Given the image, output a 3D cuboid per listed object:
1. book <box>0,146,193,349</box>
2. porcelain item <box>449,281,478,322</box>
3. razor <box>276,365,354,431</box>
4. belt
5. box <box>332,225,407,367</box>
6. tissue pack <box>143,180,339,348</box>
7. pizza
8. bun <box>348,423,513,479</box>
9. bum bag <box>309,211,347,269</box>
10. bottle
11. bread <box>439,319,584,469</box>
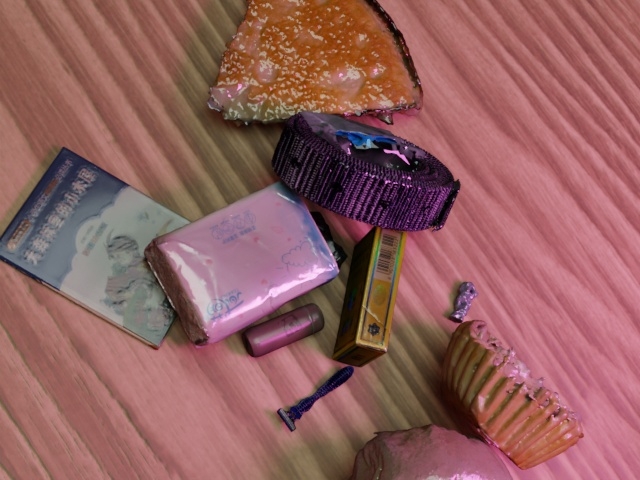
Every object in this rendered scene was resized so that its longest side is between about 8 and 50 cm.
[{"bbox_3d":[-0.356,0.011,1.737,0.322,0.018,0.228,30,67,-4],"label":"book"},{"bbox_3d":[0.260,0.110,1.869,0.036,0.028,0.083,37,64,-19],"label":"porcelain item"},{"bbox_3d":[-0.005,0.262,1.744,0.154,0.028,0.044,-36,85,-21],"label":"razor"},{"bbox_3d":[0.075,-0.120,1.776,0.324,0.122,0.260,12,27,-22],"label":"belt"},{"bbox_3d":[0.084,0.096,1.763,0.064,0.141,0.220,18,68,-11],"label":"box"},{"bbox_3d":[-0.130,0.035,1.724,0.271,0.124,0.201,-27,83,-25],"label":"tissue pack"},{"bbox_3d":[0.023,-0.354,1.930,0.391,0.080,0.435,20,70,-8],"label":"pizza"},{"bbox_3d":[0.159,0.403,1.641,0.281,0.282,0.205,-13,34,-19],"label":"bun"},{"bbox_3d":[0.000,0.001,1.828,0.057,0.034,0.124,-27,81,-12],"label":"bum bag"},{"bbox_3d":[-0.062,0.153,1.751,0.140,0.053,0.053,-21,79,-21],"label":"bottle"},{"bbox_3d":[0.305,0.260,1.718,0.149,0.274,0.274,-43,87,-1],"label":"bread"}]
